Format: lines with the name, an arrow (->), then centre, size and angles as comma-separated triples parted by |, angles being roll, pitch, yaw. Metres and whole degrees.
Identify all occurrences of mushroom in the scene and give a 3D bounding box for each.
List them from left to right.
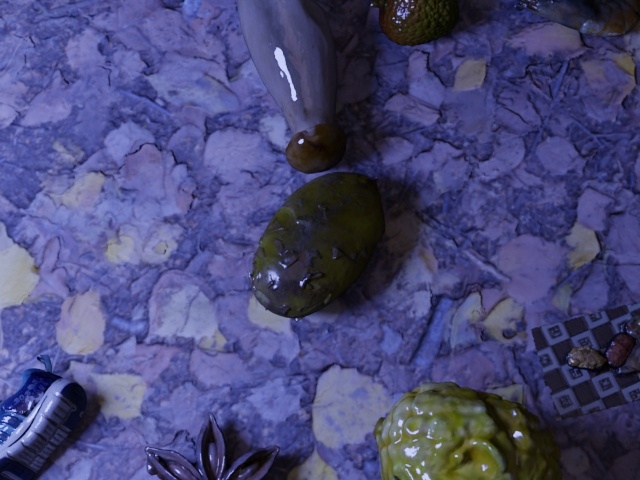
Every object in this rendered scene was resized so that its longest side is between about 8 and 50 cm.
mushroom -> -0.041, -0.265, 1.803 | 0.128, 0.128, 0.350 | -14, 76, -6

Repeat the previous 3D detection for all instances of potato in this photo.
potato -> 0.000, 0.000, 1.729 | 0.149, 0.113, 0.251 | 39, 76, 8

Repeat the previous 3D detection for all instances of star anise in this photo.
star anise -> -0.155, 0.335, 1.640 | 0.197, 0.073, 0.212 | 33, 71, 4

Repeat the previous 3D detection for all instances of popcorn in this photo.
popcorn -> 0.179, 0.287, 1.615 | 0.237, 0.251, 0.206 | 10, 96, -34

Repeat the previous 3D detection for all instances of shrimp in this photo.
shrimp -> 0.390, -0.388, 1.904 | 0.217, 0.051, 0.150 | 13, 69, -6

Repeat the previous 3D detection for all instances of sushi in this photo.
sushi -> 0.404, 0.163, 1.737 | 0.201, 0.031, 0.139 | -14, 74, -7

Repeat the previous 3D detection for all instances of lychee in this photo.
lychee -> 0.137, -0.346, 1.846 | 0.146, 0.114, 0.114 | 7, 71, -21

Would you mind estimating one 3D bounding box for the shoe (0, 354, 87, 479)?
shoe -> -0.409, 0.253, 1.657 | 0.106, 0.091, 0.207 | 33, 77, 31
